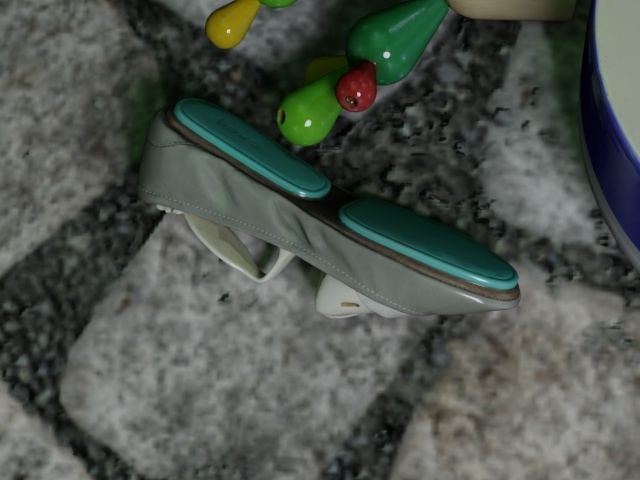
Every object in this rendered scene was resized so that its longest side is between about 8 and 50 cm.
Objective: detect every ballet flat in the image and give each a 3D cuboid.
[{"bbox_3d":[0.000,0.000,0.961,0.213,0.072,0.068,29,111,18],"label":"ballet flat"}]

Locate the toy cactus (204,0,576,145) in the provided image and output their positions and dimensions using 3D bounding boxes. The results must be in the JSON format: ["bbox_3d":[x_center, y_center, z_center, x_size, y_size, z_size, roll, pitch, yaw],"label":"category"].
[{"bbox_3d":[0.043,-0.152,0.971,0.180,0.112,0.219,11,69,4],"label":"toy cactus"}]

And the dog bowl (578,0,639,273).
[{"bbox_3d":[0.251,-0.076,0.872,0.264,0.104,0.265,-2,70,5],"label":"dog bowl"}]
